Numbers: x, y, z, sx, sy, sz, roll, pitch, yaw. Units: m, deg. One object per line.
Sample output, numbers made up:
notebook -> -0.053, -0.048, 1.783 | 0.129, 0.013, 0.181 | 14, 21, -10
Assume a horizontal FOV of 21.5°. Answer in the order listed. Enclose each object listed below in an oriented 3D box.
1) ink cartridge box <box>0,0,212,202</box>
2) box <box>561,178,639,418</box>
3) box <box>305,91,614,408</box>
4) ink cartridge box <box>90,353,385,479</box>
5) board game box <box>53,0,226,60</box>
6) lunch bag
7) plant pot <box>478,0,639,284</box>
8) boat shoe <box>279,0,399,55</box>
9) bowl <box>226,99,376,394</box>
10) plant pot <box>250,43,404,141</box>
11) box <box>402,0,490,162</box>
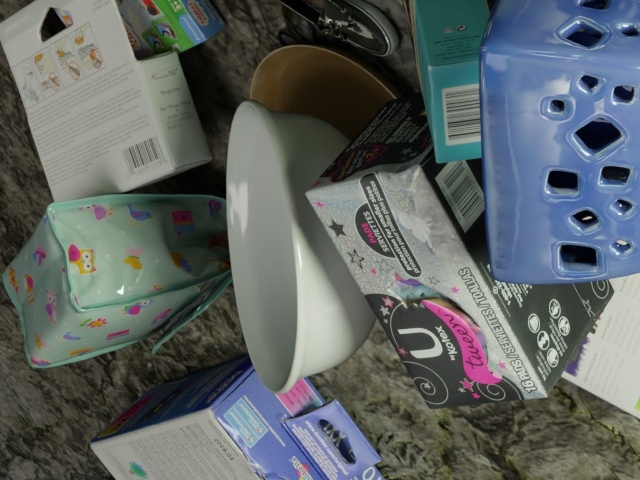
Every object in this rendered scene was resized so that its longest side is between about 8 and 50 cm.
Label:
ink cartridge box -> -0.250, -0.169, 1.895 | 0.275, 0.060, 0.238 | -16, 92, 53
box -> 0.225, 0.023, 1.619 | 0.322, 0.058, 0.232 | 28, 140, 14
box -> 0.125, 0.005, 1.507 | 0.142, 0.163, 0.247 | -12, 117, 43
ink cartridge box -> -0.085, 0.295, 2.159 | 0.270, 0.151, 0.395 | 53, 146, -10
board game box -> -0.214, -0.265, 1.840 | 0.211, 0.039, 0.160 | -16, 113, 53
lunch bag -> -0.208, 0.038, 1.958 | 0.223, 0.262, 0.160 | -41, 63, 57
plant pot -> 0.253, -0.109, 1.319 | 0.212, 0.236, 0.236 | 7, 131, 16
boat shoe -> 0.011, -0.220, 1.645 | 0.142, 0.040, 0.049 | 36, 144, 15
bowl -> 0.000, 0.000, 1.689 | 0.298, 0.134, 0.297 | 173, 90, -76
plant pot -> 0.028, -0.107, 1.747 | 0.236, 0.032, 0.236 | 29, 142, 26
box -> 0.108, -0.180, 1.425 | 0.060, 0.244, 0.100 | -8, 130, 1
